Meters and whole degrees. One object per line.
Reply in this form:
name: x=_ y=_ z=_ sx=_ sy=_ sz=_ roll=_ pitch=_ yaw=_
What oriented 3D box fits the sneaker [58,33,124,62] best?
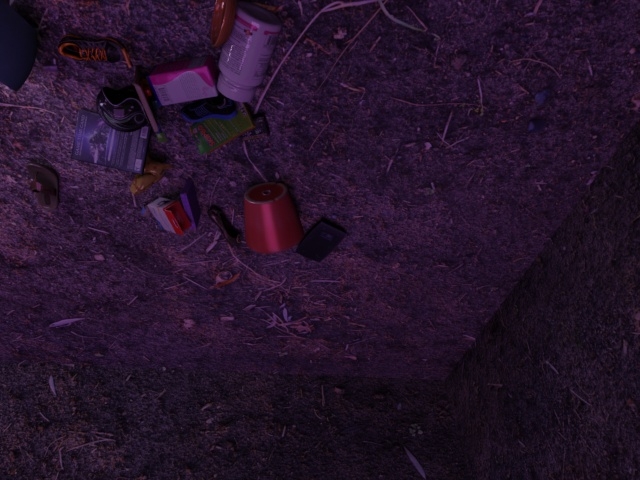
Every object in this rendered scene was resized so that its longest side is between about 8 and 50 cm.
sneaker: x=-0.783 y=-0.646 z=1.388 sx=0.215 sy=0.083 sz=0.084 roll=2 pitch=133 yaw=-6

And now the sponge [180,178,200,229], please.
sponge: x=-0.589 y=-0.163 z=1.847 sx=0.031 sy=0.117 sz=0.209 roll=0 pitch=134 yaw=-1

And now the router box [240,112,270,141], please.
router box: x=-0.272 y=-0.455 z=1.625 sx=0.123 sy=0.038 sz=0.092 roll=-8 pitch=133 yaw=6

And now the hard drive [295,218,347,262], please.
hard drive: x=0.000 y=0.000 z=2.072 sx=0.172 sy=0.054 sz=0.254 roll=24 pitch=129 yaw=-23

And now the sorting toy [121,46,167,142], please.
sorting toy: x=-0.616 y=-0.515 z=1.458 sx=0.047 sy=0.195 sz=0.347 roll=-19 pitch=136 yaw=-10

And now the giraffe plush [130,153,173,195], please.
giraffe plush: x=-0.742 y=-0.315 z=1.678 sx=0.210 sy=0.181 sz=0.170 roll=-27 pitch=109 yaw=36

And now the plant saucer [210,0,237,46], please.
plant saucer: x=-0.302 y=-0.708 z=1.268 sx=0.037 sy=0.199 sz=0.199 roll=5 pitch=136 yaw=-28

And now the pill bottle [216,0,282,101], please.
pill bottle: x=-0.251 y=-0.628 z=1.369 sx=0.161 sy=0.160 sz=0.283 roll=17 pitch=131 yaw=-18

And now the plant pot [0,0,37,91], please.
plant pot: x=-1.029 y=-0.652 z=1.274 sx=0.195 sy=0.290 sz=0.290 roll=-49 pitch=127 yaw=-7

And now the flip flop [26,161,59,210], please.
flip flop: x=-1.227 y=-0.227 z=1.787 sx=0.113 sy=0.080 sz=0.276 roll=12 pitch=133 yaw=-14

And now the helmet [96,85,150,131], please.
helmet: x=-0.732 y=-0.484 z=1.495 sx=0.162 sy=0.169 sz=0.169 roll=-14 pitch=136 yaw=-11

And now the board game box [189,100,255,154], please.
board game box: x=-0.388 y=-0.444 z=1.588 sx=0.260 sy=0.039 sz=0.124 roll=-23 pitch=90 yaw=17

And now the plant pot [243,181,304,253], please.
plant pot: x=-0.225 y=-0.115 z=1.829 sx=0.276 sy=0.274 sz=0.242 roll=-5 pitch=124 yaw=3

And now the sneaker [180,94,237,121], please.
sneaker: x=-0.430 y=-0.505 z=1.517 sx=0.233 sy=0.081 sz=0.090 roll=0 pitch=147 yaw=13

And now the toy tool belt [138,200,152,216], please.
toy tool belt: x=-0.820 y=-0.151 z=1.897 sx=0.051 sy=0.052 sz=0.083 roll=14 pitch=132 yaw=-26

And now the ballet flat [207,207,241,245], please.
ballet flat: x=-0.456 y=-0.067 z=1.978 sx=0.058 sy=0.084 sz=0.249 roll=-20 pitch=126 yaw=19

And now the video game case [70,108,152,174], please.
video game case: x=-0.819 y=-0.384 z=1.589 sx=0.275 sy=0.026 sz=0.195 roll=12 pitch=95 yaw=-5

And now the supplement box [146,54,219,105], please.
supplement box: x=-0.482 y=-0.573 z=1.450 sx=0.220 sy=0.113 sz=0.111 roll=-6 pitch=134 yaw=6

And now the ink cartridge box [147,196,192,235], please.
ink cartridge box: x=-0.669 y=-0.110 z=1.821 sx=0.231 sy=0.078 sz=0.134 roll=14 pitch=134 yaw=42
